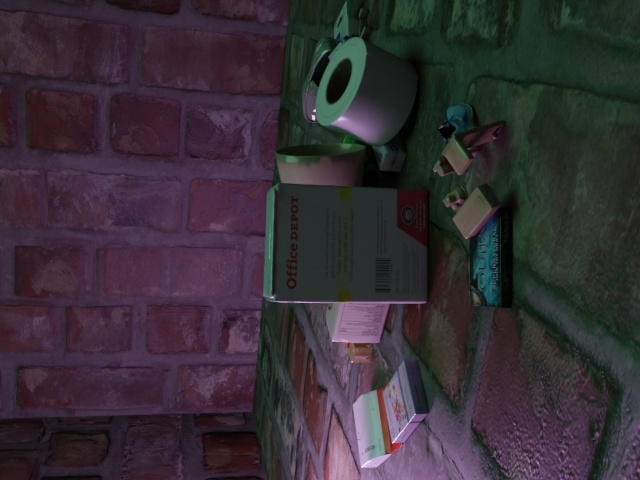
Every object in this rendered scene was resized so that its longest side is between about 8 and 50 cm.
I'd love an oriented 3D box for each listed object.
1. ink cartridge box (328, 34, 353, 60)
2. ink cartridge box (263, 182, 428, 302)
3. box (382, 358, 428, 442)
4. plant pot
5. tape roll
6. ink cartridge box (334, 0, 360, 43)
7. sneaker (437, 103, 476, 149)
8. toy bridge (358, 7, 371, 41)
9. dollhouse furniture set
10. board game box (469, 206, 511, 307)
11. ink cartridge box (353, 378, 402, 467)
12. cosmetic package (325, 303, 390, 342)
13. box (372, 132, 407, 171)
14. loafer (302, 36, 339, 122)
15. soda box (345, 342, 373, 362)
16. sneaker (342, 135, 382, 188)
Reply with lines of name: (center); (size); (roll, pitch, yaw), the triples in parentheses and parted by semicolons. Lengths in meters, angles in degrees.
ink cartridge box: (0.102, -0.543, 2.044); (0.097, 0.046, 0.207); (-45, 53, 34)
ink cartridge box: (0.058, 0.012, 1.589); (0.160, 0.384, 0.280); (168, 104, -76)
box: (0.211, 0.407, 1.631); (0.186, 0.038, 0.145); (108, 159, -50)
plant pot: (0.008, -0.124, 1.830); (0.256, 0.256, 0.274); (-131, 36, -70)
tape roll: (0.117, -0.392, 1.717); (0.246, 0.169, 0.246); (-40, 41, 47)
ink cartridge box: (0.096, -0.606, 2.195); (0.176, 0.069, 0.371); (137, 131, -72)
sneaker: (0.282, -0.244, 1.353); (0.162, 0.073, 0.063); (-89, 10, -54)
toy bridge: (0.144, -0.664, 2.086); (0.063, 0.026, 0.188); (114, 155, -59)
dollhouse furniture set: (0.314, -0.117, 1.244); (0.151, 0.123, 0.144); (60, 154, 21)
board game box: (0.326, 0.035, 1.247); (0.126, 0.026, 0.186); (165, 107, -75)
ink cartridge box: (0.155, 0.515, 1.813); (0.232, 0.066, 0.189); (106, 161, -57)
cosmetic package: (0.116, 0.136, 1.828); (0.129, 0.153, 0.296); (-107, 25, -57)
box: (0.173, -0.323, 1.841); (0.067, 0.063, 0.324); (107, 160, -44)
loafer: (-0.002, -0.542, 2.238); (0.112, 0.111, 0.320); (-89, 9, -50)
soda box: (0.109, 0.299, 2.007); (0.181, 0.061, 0.058); (-112, 27, -59)
sneaker: (0.138, -0.208, 1.936); (0.123, 0.109, 0.296); (-35, 53, 51)
